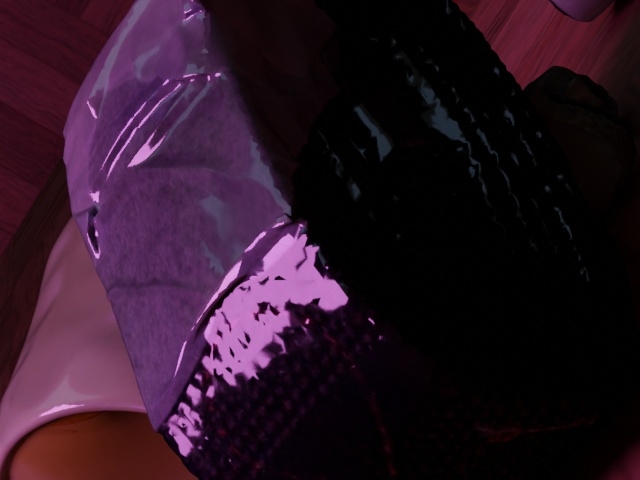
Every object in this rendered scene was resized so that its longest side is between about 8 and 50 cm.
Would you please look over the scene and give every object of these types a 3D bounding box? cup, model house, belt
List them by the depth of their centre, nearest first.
[{"bbox_3d":[0.000,0.000,0.804,0.164,0.184,0.289,-55,44,36],"label":"belt"},{"bbox_3d":[0.111,-0.042,0.893,0.083,0.066,0.078,-49,-12,-54],"label":"model house"},{"bbox_3d":[-0.056,0.045,1.036,0.255,0.173,0.202,-49,19,40],"label":"cup"}]

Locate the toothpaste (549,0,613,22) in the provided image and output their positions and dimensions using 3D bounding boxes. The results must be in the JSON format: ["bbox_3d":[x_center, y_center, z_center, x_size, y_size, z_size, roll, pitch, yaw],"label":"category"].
[{"bbox_3d":[0.184,-0.185,0.948,0.193,0.045,0.071,-42,22,35],"label":"toothpaste"}]
